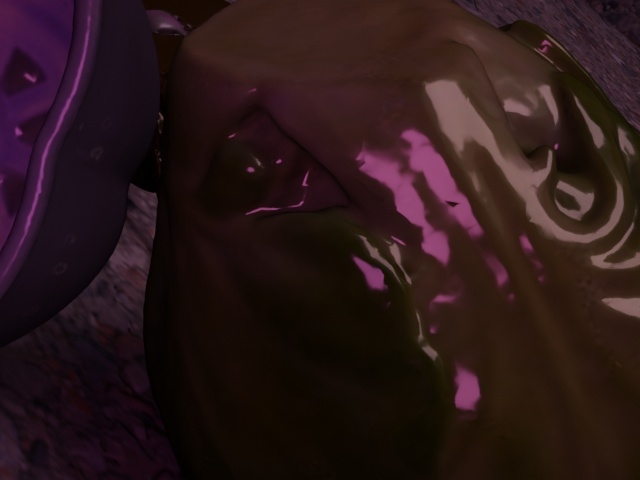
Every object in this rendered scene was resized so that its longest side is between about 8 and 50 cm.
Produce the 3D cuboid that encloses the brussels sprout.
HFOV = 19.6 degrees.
[{"bbox_3d":[0.053,0.041,0.894,0.289,0.281,0.354,-106,175,-65],"label":"brussels sprout"}]

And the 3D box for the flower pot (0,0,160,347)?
[{"bbox_3d":[-0.187,-0.060,0.738,0.265,0.265,0.243,48,3,7],"label":"flower pot"}]

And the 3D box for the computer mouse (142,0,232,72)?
[{"bbox_3d":[-0.058,-0.109,1.328,0.310,0.072,0.158,21,29,-48],"label":"computer mouse"}]

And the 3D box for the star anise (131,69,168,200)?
[{"bbox_3d":[-0.126,-0.074,1.122,0.234,0.073,0.177,44,28,-25],"label":"star anise"}]
